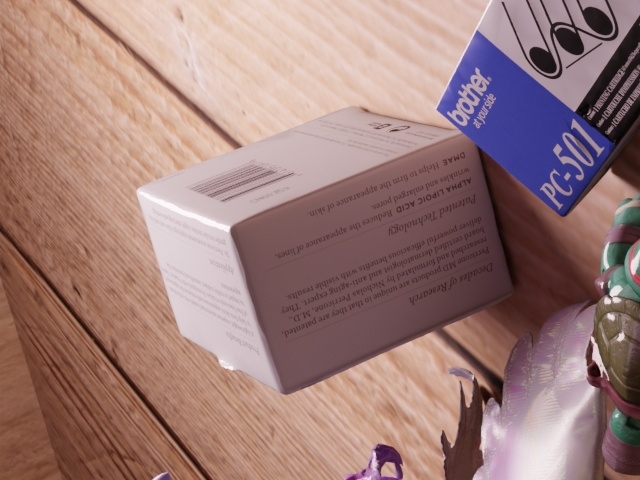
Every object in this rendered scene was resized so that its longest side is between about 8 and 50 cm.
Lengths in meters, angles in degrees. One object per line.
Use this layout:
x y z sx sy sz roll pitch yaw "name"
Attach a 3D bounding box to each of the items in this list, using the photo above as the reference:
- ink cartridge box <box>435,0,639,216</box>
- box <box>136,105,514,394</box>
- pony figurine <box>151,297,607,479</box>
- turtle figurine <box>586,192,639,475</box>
0.131 -0.096 0.930 0.097 0.046 0.207 41 156 7 "ink cartridge box"
0.000 0.000 1.220 0.181 0.182 0.119 21 130 63 "box"
0.060 0.232 1.139 0.303 0.363 0.351 113 154 -74 "pony figurine"
0.186 0.047 0.904 0.175 0.118 0.234 49 160 39 "turtle figurine"
